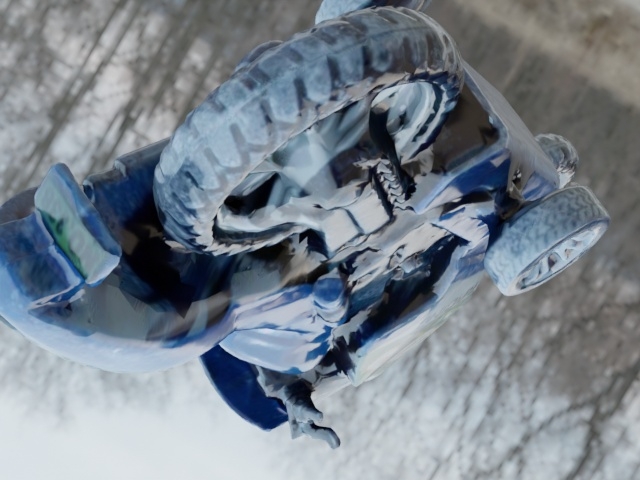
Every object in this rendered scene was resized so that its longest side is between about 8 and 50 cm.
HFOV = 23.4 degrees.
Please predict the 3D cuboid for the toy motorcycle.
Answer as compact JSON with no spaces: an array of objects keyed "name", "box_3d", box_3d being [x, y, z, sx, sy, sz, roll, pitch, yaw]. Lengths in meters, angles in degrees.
[{"name":"toy motorcycle","box_3d":[0.000,0.000,0.423,0.092,0.135,0.254,56,-168,15]}]
